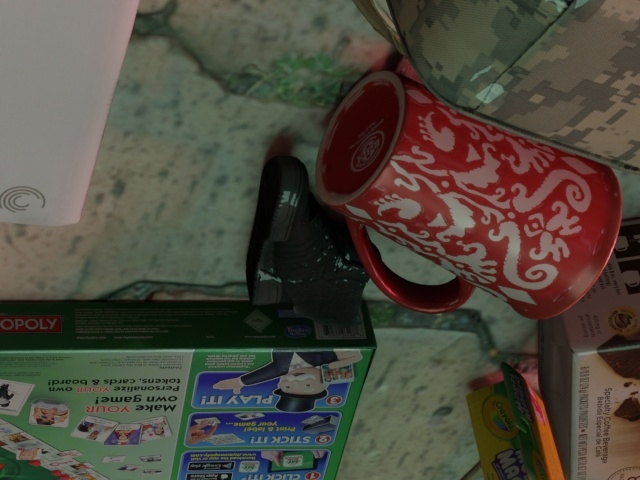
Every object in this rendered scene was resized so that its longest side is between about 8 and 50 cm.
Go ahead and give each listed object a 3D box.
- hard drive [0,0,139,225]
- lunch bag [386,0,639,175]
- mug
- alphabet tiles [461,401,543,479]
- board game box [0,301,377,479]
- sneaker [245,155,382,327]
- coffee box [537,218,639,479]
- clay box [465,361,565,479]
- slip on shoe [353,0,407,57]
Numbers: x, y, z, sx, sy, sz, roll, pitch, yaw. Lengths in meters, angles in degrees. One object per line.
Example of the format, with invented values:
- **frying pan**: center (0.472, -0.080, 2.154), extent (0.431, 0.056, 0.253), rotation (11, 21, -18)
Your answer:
- **hard drive**: center (-0.215, -0.147, 0.998), extent (0.233, 0.047, 0.353), rotation (5, 138, -17)
- **lunch bag**: center (0.209, -0.181, 0.915), extent (0.305, 0.213, 0.256), rotation (16, 134, -29)
- **mug**: center (0.081, -0.017, 1.152), extent (0.169, 0.113, 0.150), rotation (25, 102, -29)
- **alphabet tiles**: center (0.254, 0.157, 1.477), extent (0.198, 0.009, 0.237), rotation (16, 134, -27)
- **board game box**: center (-0.135, 0.128, 1.336), extent (0.317, 0.046, 0.213), rotation (1, 140, -12)
- **sneaker**: center (0.000, 0.002, 1.216), extent (0.089, 0.051, 0.170), rotation (0, 144, -12)
- **coffee box**: center (0.310, 0.069, 1.295), extent (0.297, 0.119, 0.168), rotation (-9, 136, -1)
- **clay box**: center (0.175, 0.198, 1.404), extent (0.053, 0.127, 0.222), rotation (-25, 137, 16)
- **slip on shoe**: center (0.052, -0.131, 1.075), extent (0.041, 0.051, 0.135), rotation (6, 158, 35)
